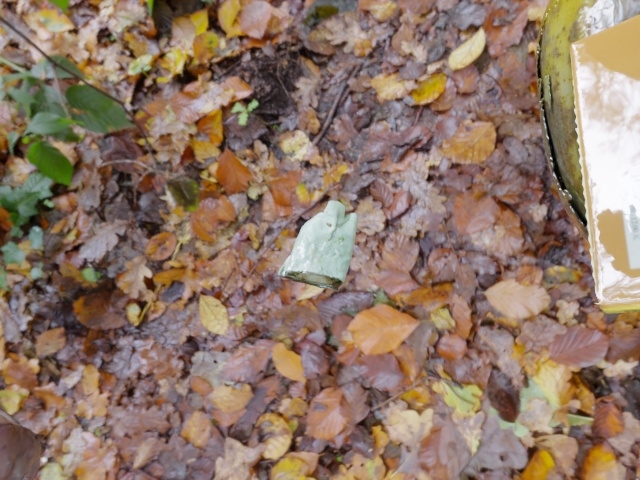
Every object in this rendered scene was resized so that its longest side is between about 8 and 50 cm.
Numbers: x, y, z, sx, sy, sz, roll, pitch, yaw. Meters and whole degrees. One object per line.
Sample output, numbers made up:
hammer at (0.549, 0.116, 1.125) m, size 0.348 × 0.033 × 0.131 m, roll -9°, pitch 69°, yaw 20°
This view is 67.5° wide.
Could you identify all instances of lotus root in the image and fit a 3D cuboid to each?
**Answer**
lotus root at (0.367, -0.137, 0.554) m, size 0.196 × 0.179 × 0.398 m, roll -7°, pitch 98°, yaw 56°

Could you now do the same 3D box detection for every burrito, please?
burrito at (0.003, 0.001, 0.560) m, size 0.074 × 0.044 × 0.118 m, roll 16°, pitch 60°, yaw 6°

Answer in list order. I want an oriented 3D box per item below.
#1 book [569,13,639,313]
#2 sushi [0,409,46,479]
book at (0.363, -0.097, 0.293) m, size 0.373 × 0.028 × 0.263 m, roll -13°, pitch 61°, yaw 41°
sushi at (-0.285, 0.104, 0.266) m, size 0.161 × 0.241 × 0.107 m, roll -15°, pitch 41°, yaw 48°
